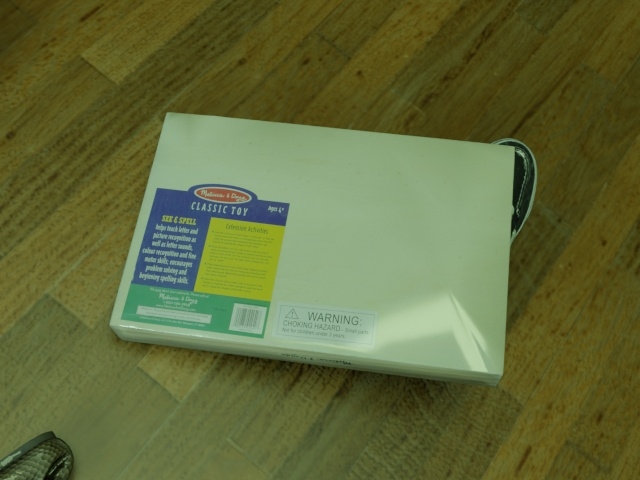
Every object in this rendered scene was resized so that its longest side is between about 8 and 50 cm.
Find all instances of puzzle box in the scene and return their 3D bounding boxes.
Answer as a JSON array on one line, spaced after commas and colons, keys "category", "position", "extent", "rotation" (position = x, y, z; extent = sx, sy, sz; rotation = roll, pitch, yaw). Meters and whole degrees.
[{"category": "puzzle box", "position": [0.000, 0.000, 0.901], "extent": [0.409, 0.052, 0.272], "rotation": [7, 65, 6]}]

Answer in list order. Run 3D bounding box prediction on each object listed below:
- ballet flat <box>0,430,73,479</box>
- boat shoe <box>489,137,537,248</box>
[{"category": "ballet flat", "position": [-0.333, 0.270, 0.745], "extent": [0.250, 0.084, 0.058], "rotation": [-35, 78, -31]}, {"category": "boat shoe", "position": [0.190, -0.025, 0.992], "extent": [0.108, 0.102, 0.301], "rotation": [38, 64, 4]}]
